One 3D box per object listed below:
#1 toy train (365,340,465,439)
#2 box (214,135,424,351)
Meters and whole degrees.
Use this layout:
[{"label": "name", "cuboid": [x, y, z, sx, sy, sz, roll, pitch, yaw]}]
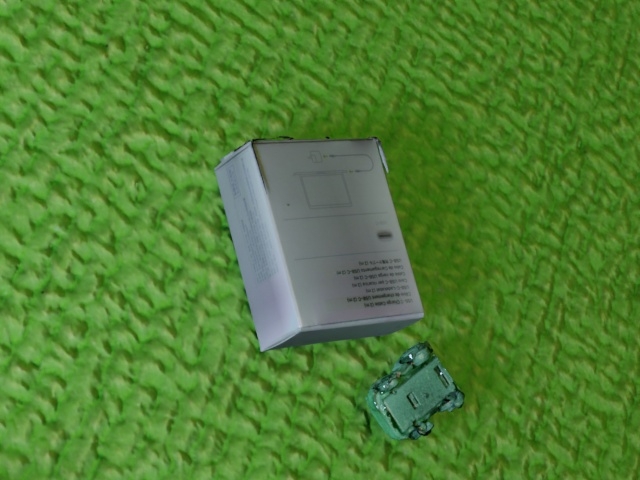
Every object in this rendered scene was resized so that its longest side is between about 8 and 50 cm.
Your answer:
[{"label": "toy train", "cuboid": [0.118, 0.192, 1.968, 0.149, 0.081, 0.099, -38, 95, -35]}, {"label": "box", "cuboid": [0.000, 0.000, 1.941, 0.203, 0.106, 0.252, -5, 72, -39]}]
